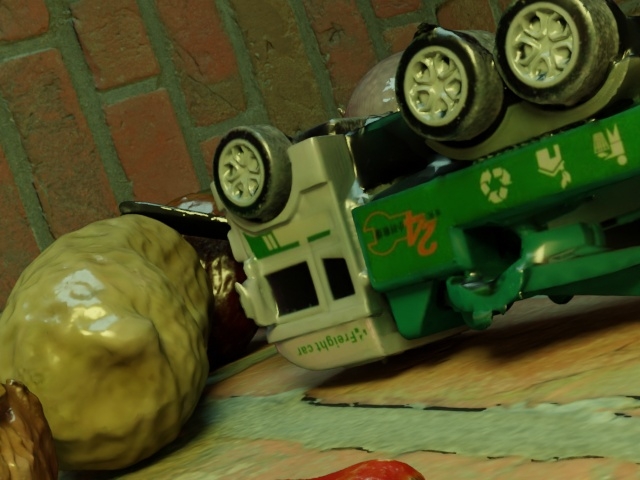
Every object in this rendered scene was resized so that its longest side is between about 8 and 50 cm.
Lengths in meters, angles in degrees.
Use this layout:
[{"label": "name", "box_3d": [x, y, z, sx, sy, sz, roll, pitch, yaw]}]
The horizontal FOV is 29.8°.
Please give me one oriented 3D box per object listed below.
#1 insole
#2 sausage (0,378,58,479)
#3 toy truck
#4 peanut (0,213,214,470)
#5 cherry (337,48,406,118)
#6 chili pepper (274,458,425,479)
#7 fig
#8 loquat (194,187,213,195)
[{"label": "insole", "box_3d": [0.000, 0.000, 0.918, 0.309, 0.012, 0.110, 8, -9, 2]}, {"label": "sausage", "box_3d": [-0.262, 0.144, 0.594, 0.270, 0.109, 0.109, -21, 4, 8]}, {"label": "toy truck", "box_3d": [0.100, -0.028, 0.685, 0.363, 0.178, 0.176, -15, -4, 43]}, {"label": "peanut", "box_3d": [-0.146, 0.072, 0.795, 0.159, 0.143, 0.291, -52, 8, 5]}, {"label": "cherry", "box_3d": [0.106, -0.067, 0.998, 0.266, 0.184, 0.213, 8, 3, 3]}, {"label": "chili pepper", "box_3d": [-0.025, 0.112, 0.478, 0.178, 0.027, 0.045, -18, 5, 31]}, {"label": "fig", "box_3d": [-0.104, 0.049, 1.047, 0.146, 0.134, 0.201, -48, -10, -11]}, {"label": "loquat", "box_3d": [-0.110, 0.004, 1.394, 0.195, 0.152, 0.152, -6, 7, 10]}]
